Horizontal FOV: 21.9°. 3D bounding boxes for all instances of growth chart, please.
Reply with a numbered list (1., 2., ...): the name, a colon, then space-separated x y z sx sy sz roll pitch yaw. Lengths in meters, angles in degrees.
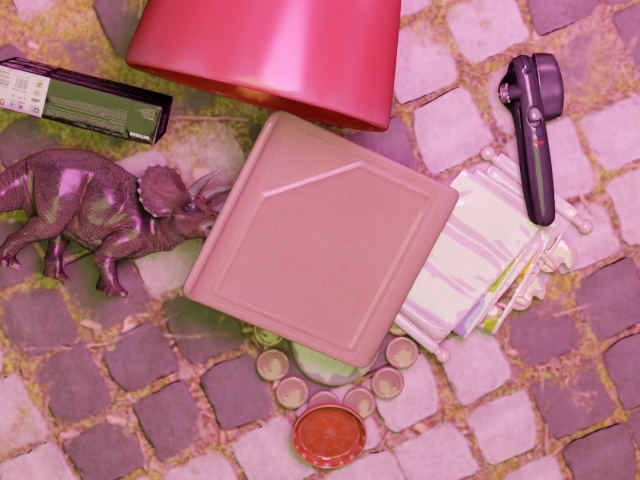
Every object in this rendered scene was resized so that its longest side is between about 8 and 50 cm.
1. growth chart: 0.165 0.019 1.794 0.237 0.021 0.172 -45 97 3

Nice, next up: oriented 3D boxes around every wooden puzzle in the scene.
1. wooden puzzle: 0.000 0.000 1.731 0.239 0.044 0.221 23 102 -23

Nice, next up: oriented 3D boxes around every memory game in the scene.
1. memory game: 0.017 0.112 1.823 0.186 0.012 0.186 0 100 0

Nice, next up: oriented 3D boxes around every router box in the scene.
1. router box: -0.247 -0.146 1.716 0.179 0.133 0.046 14 99 -2

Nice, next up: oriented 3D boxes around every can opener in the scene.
1. can opener: 0.227 -0.107 1.750 0.073 0.059 0.186 -5 90 1

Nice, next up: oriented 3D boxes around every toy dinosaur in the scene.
1. toy dinosaur: -0.251 -0.031 1.763 0.313 0.121 0.160 16 88 2

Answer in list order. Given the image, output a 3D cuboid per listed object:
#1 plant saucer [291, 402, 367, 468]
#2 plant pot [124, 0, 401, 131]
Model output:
1. plant saucer: 0.010 0.215 1.831 0.083 0.013 0.083 -1 117 -2
2. plant pot: -0.036 -0.257 1.645 0.275 0.275 0.243 14 91 -2
